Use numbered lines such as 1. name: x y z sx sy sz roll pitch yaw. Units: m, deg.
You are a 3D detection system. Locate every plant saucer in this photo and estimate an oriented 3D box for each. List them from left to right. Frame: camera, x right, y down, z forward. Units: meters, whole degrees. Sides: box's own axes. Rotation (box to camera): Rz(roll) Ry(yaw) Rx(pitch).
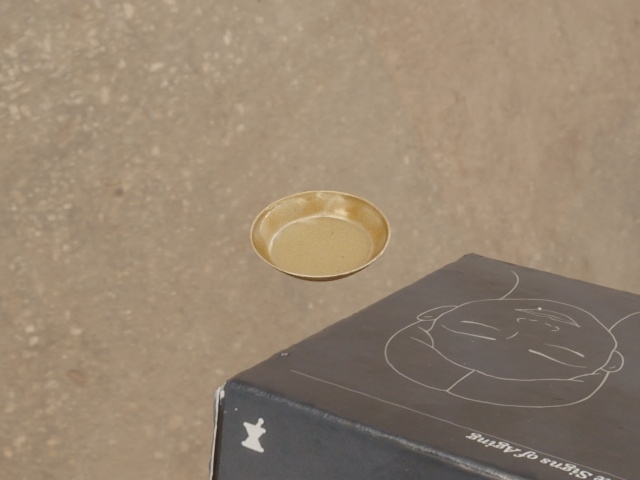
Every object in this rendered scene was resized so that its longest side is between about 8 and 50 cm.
1. plant saucer: 0.000 0.000 0.670 0.083 0.083 0.015 -46 146 -41

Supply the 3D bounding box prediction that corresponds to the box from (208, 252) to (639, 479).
1. box: 0.227 0.242 0.983 0.472 0.480 0.297 -18 119 -57
